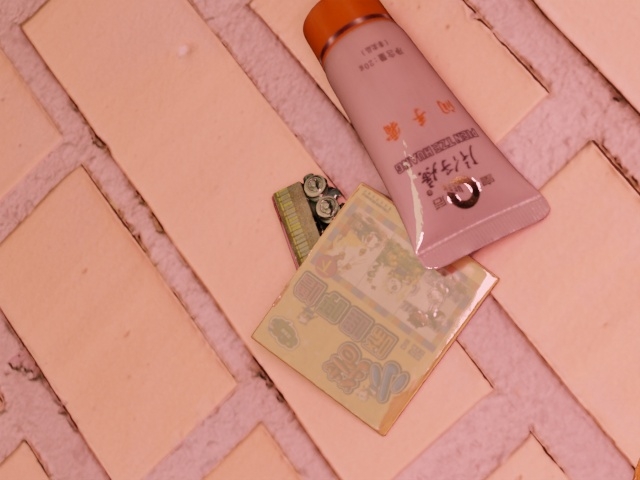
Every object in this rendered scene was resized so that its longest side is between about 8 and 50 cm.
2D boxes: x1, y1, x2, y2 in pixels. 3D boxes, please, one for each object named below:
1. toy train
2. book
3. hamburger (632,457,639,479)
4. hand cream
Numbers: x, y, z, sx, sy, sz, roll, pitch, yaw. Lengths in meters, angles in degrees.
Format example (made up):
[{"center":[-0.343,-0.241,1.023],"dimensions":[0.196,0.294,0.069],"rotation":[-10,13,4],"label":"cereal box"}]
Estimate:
[{"center":[0.000,0.000,1.876],"dimensions":[0.071,0.038,0.148],"rotation":[-29,62,18],"label":"toy train"},{"center":[0.052,0.065,1.815],"dimensions":[0.168,0.013,0.192],"rotation":[36,93,14],"label":"book"},{"center":[0.339,0.221,1.597],"dimensions":[0.138,0.083,0.147],"rotation":[10,77,34],"label":"hamburger"},{"center":[0.085,-0.110,1.838],"dimensions":[0.140,0.089,0.314],"rotation":[-28,65,-14],"label":"hand cream"}]
